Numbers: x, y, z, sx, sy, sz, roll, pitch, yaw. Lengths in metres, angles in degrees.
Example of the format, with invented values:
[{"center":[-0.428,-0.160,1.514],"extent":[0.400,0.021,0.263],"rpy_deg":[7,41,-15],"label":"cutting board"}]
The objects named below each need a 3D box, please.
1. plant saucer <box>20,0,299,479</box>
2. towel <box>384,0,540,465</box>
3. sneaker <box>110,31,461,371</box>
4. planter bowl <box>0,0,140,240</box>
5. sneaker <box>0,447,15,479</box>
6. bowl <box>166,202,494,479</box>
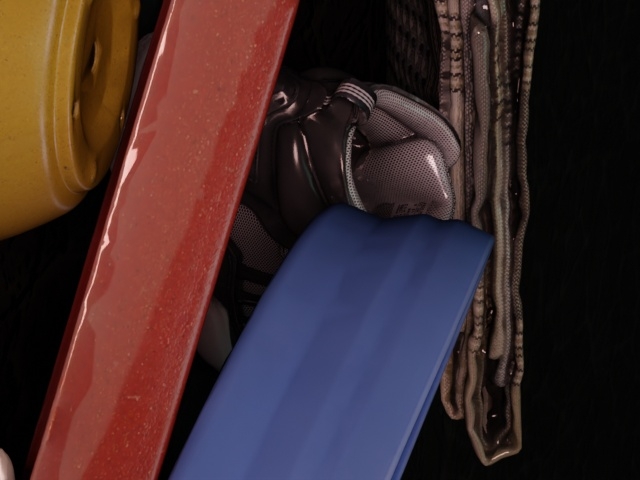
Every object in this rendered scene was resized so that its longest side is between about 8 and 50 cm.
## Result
[{"center":[-0.067,-0.002,0.773],"extent":[0.259,0.047,0.258],"rpy_deg":[-160,-93,-82],"label":"plant saucer"},{"center":[0.066,-0.077,1.101],"extent":[0.324,0.056,0.312],"rpy_deg":[-107,-164,-68],"label":"towel"},{"center":[0.000,0.000,0.989],"extent":[0.268,0.153,0.101],"rpy_deg":[64,39,-51],"label":"sneaker"},{"center":[-0.120,-0.072,0.700],"extent":[0.217,0.090,0.217],"rpy_deg":[8,90,-82],"label":"planter bowl"},{"center":[-0.195,0.054,0.633],"extent":[0.235,0.094,0.090],"rpy_deg":[29,72,-62],"label":"sneaker"},{"center":[-0.033,0.166,0.817],"extent":[0.391,0.077,0.391],"rpy_deg":[22,90,-85],"label":"bowl"}]
